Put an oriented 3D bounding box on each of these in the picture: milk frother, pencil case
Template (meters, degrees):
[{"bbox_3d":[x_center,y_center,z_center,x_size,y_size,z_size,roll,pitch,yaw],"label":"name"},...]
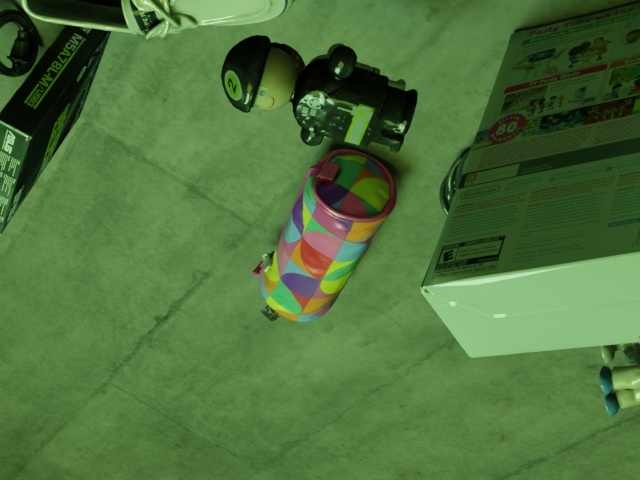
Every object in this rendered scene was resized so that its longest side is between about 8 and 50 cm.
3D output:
[{"bbox_3d":[-0.391,-0.216,1.288,0.135,0.129,0.143,42,-170,36],"label":"milk frother"},{"bbox_3d":[0.000,0.000,1.337,0.104,0.104,0.236,27,142,-4],"label":"pencil case"}]

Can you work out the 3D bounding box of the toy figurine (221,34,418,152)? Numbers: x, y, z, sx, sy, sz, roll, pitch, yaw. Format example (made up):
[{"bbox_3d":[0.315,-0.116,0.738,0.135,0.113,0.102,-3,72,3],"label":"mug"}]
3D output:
[{"bbox_3d":[0.016,-0.184,0.984,0.148,0.209,0.213,16,101,-3],"label":"toy figurine"}]

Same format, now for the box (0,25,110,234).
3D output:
[{"bbox_3d":[-0.287,-0.124,1.262,0.045,0.184,0.190,27,142,-7],"label":"box"}]

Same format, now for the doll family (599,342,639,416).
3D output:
[{"bbox_3d":[0.342,0.048,1.208,0.163,0.118,0.263,-11,118,24],"label":"doll family"}]

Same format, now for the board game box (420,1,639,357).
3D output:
[{"bbox_3d":[0.229,-0.061,0.963,0.224,0.303,0.097,-9,133,37],"label":"board game box"}]

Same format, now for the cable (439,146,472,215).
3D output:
[{"bbox_3d":[0.202,-0.048,1.219,0.150,0.047,0.184,30,146,0],"label":"cable"}]

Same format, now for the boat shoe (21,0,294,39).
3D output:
[{"bbox_3d":[-0.154,-0.230,1.140,0.267,0.088,0.096,11,141,17],"label":"boat shoe"}]
